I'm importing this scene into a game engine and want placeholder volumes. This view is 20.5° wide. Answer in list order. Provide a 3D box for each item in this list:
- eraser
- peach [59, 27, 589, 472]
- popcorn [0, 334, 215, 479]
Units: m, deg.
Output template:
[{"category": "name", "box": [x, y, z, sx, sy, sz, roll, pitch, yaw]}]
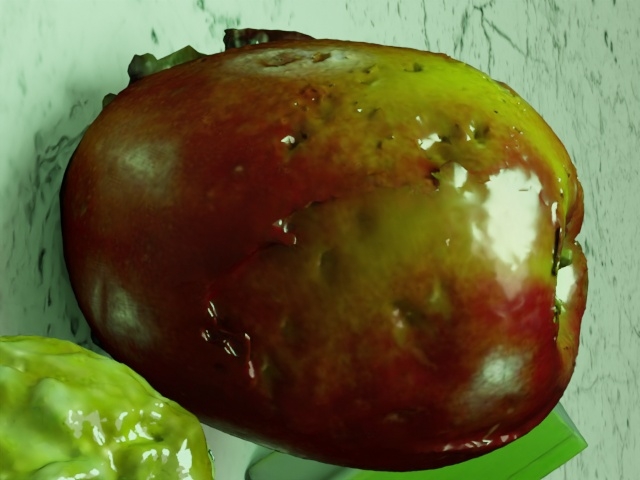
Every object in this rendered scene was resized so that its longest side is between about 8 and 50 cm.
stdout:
[{"category": "eraser", "box": [0.096, 0.213, 1.692, 0.210, 0.274, 0.092, 45, 12, -49]}, {"category": "peach", "box": [0.000, 0.000, 1.397, 0.353, 0.417, 0.339, 11, 88, -72]}, {"category": "popcorn", "box": [-0.191, 0.194, 1.149, 0.282, 0.247, 0.282, 25, 58, -48]}]
